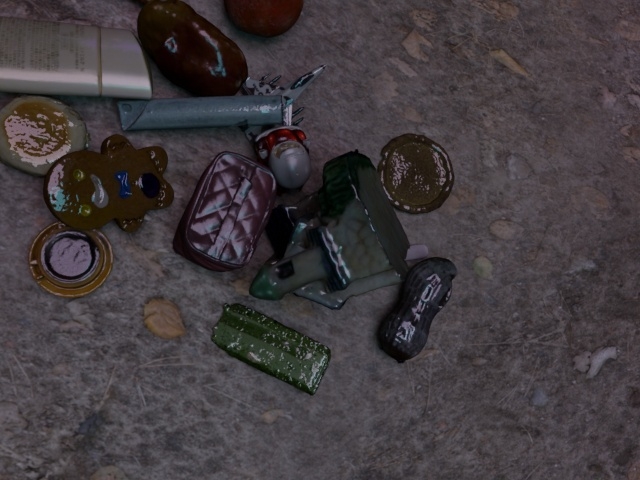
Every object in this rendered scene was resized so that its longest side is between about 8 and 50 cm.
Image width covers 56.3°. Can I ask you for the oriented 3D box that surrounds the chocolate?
[{"bbox_3d":[0.205,0.141,1.274,0.110,0.110,0.248,36,73,-12],"label":"chocolate"}]

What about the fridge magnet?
[{"bbox_3d":[-0.445,0.031,1.069,0.143,0.063,0.143,3,80,-17],"label":"fridge magnet"}]

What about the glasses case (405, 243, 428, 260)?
[{"bbox_3d":[0.201,0.028,1.328,0.083,0.021,0.032,-8,83,-21],"label":"glasses case"}]

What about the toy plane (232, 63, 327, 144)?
[{"bbox_3d":[-0.084,-0.287,1.232,0.234,0.082,0.160,-35,87,-8],"label":"toy plane"}]

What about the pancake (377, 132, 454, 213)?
[{"bbox_3d":[0.217,-0.153,1.358,0.199,0.021,0.199,3,81,-19],"label":"pancake"}]

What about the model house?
[{"bbox_3d":[0.001,0.002,1.118,0.284,0.298,0.243,-28,91,16],"label":"model house"}]

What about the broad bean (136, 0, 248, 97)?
[{"bbox_3d":[-0.246,-0.361,1.143,0.228,0.156,0.122,33,69,-19],"label":"broad bean"}]

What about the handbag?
[{"bbox_3d":[-0.181,-0.053,1.140,0.146,0.135,0.225,27,74,-19],"label":"handbag"}]

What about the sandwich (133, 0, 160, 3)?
[{"bbox_3d":[-0.353,-0.580,1.162,0.212,0.109,0.292,44,73,-17],"label":"sandwich"}]

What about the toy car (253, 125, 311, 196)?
[{"bbox_3d":[-0.063,-0.147,1.185,0.112,0.112,0.139,-17,121,-15],"label":"toy car"}]

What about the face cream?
[{"bbox_3d":[-0.486,-0.331,1.077,0.348,0.081,0.174,-1,57,-21],"label":"face cream"}]

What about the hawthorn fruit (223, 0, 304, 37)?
[{"bbox_3d":[-0.109,-0.499,1.204,0.172,0.173,0.173,3,82,-20],"label":"hawthorn fruit"}]

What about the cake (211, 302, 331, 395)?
[{"bbox_3d":[-0.098,0.214,1.191,0.235,0.099,0.100,25,76,6],"label":"cake"}]

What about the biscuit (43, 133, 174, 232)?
[{"bbox_3d":[-0.375,-0.098,1.080,0.236,0.039,0.180,-19,107,-38],"label":"biscuit"}]

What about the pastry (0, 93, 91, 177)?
[{"bbox_3d":[-0.498,-0.187,1.066,0.165,0.088,0.166,3,82,-23],"label":"pastry"}]

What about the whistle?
[{"bbox_3d":[-0.225,-0.244,1.143,0.312,0.062,0.062,-3,84,-4],"label":"whistle"}]
